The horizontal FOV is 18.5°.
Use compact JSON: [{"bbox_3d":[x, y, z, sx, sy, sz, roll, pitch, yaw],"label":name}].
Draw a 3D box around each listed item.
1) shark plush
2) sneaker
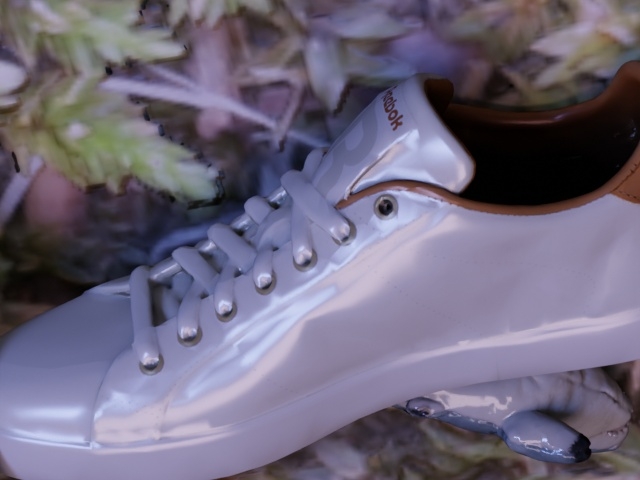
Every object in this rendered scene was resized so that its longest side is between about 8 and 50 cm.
[{"bbox_3d":[0.048,0.065,0.795,0.161,0.073,0.067,-3,159,-3],"label":"shark plush"},{"bbox_3d":[0.000,0.000,0.718,0.290,0.106,0.123,-16,125,-1],"label":"sneaker"}]
